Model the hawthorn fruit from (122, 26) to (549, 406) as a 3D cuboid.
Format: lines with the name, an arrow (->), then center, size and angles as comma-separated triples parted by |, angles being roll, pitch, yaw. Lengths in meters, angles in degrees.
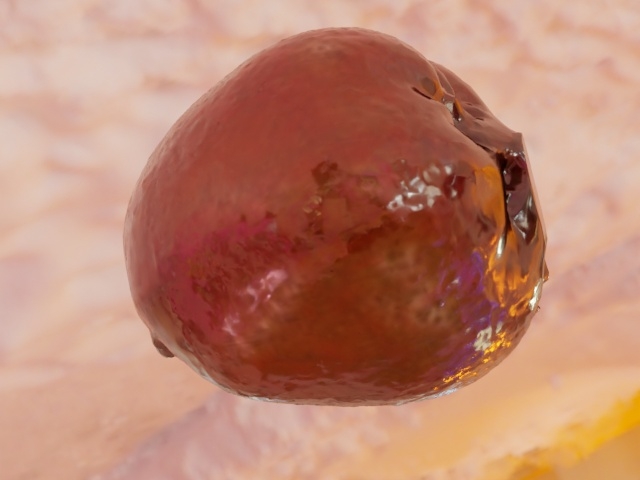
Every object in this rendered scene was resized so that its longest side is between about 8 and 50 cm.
hawthorn fruit -> 0.008, -0.013, 1.046 | 0.311, 0.295, 0.295 | -4, 160, 3
